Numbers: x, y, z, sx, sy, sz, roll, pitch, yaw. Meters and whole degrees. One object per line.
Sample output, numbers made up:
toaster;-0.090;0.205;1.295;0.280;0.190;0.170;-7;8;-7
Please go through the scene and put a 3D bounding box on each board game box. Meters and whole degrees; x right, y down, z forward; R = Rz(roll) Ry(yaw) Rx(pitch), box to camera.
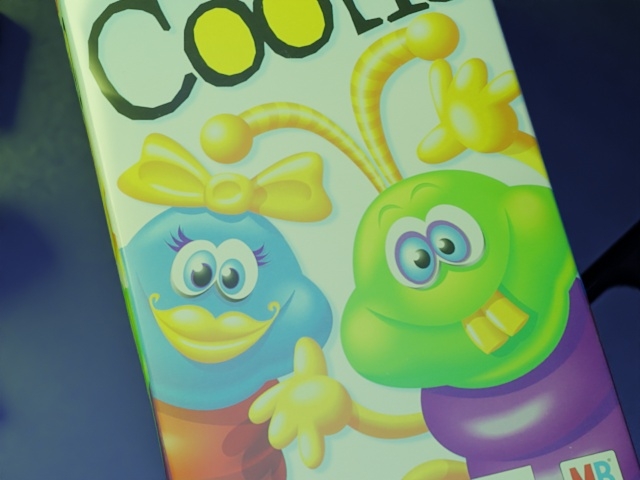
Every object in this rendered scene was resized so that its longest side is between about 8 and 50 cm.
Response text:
board game box;0.000;0.000;0.676;0.144;0.142;0.275;-14;70;-5
